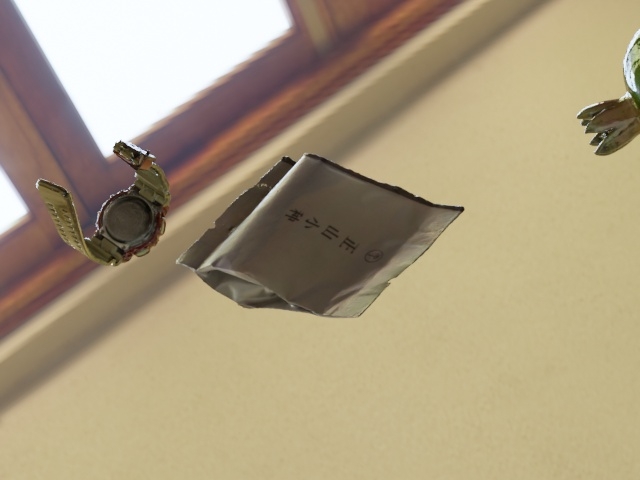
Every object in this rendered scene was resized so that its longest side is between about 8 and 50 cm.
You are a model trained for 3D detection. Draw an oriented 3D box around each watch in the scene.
[{"bbox_3d":[-0.290,-0.061,1.775,0.102,0.268,0.165,33,-109,17],"label":"watch"}]

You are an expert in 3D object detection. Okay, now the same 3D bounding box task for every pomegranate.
[{"bbox_3d":[0.415,-0.172,1.523,0.225,0.187,0.187,-28,-142,11],"label":"pomegranate"}]

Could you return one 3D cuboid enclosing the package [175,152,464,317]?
[{"bbox_3d":[0.000,0.000,1.385,0.251,0.062,0.204,18,-131,35],"label":"package"}]
